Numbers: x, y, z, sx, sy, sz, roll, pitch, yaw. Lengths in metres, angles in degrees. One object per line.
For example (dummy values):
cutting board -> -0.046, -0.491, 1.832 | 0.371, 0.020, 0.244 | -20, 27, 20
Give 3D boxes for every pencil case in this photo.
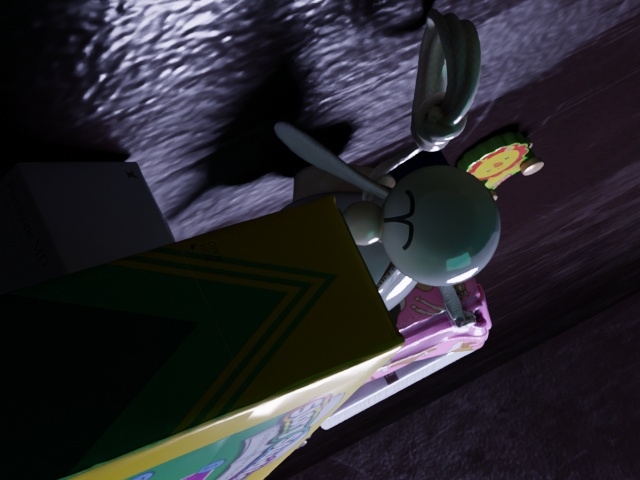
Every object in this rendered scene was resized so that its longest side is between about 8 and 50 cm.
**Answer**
pencil case -> -0.023, 0.100, 1.172 | 0.386, 0.160, 0.167 | -22, 165, -23

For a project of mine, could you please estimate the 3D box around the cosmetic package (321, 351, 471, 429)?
cosmetic package -> 0.076, 0.134, 1.550 | 0.231, 0.117, 0.085 | -29, 165, -4

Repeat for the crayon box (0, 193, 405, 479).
crayon box -> -0.162, 0.135, 0.726 | 0.313, 0.106, 0.363 | -19, 162, -30

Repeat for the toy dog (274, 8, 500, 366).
toy dog -> 0.000, 0.000, 0.859 | 0.161, 0.220, 0.334 | 1, 151, -11

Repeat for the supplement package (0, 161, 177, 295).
supplement package -> -0.182, 0.040, 0.779 | 0.179, 0.105, 0.105 | -39, 160, 31

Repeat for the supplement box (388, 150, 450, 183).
supplement box -> 0.080, -0.030, 1.125 | 0.083, 0.056, 0.083 | -24, 164, -17

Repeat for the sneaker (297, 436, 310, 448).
sneaker -> -0.121, 0.240, 1.534 | 0.136, 0.116, 0.314 | -13, 161, -38

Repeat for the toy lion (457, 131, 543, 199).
toy lion -> 0.166, -0.072, 1.202 | 0.100, 0.034, 0.096 | -38, 156, 33
